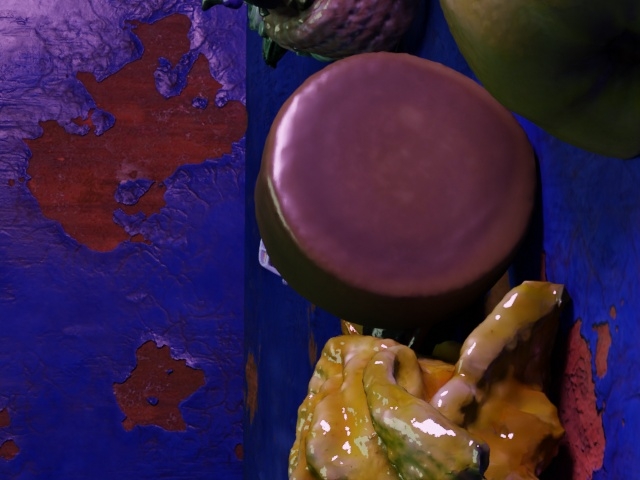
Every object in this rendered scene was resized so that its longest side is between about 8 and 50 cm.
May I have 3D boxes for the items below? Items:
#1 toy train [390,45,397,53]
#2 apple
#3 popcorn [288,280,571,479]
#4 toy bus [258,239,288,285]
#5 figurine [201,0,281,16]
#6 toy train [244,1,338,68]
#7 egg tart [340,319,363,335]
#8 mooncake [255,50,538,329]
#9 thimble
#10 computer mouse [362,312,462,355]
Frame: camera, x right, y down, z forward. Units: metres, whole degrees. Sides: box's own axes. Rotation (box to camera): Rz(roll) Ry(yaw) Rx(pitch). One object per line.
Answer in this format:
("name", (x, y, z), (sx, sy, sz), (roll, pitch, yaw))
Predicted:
("toy train", (0.068, -0.165, 2.211), (0.137, 0.090, 0.225), (112, 156, -55))
("apple", (0.227, -0.272, 1.341), (0.320, 0.311, 0.360), (38, -145, -42))
("popcorn", (0.101, 0.203, 1.500), (0.326, 0.290, 0.321), (3, -95, -81))
("toy bus", (0.000, 0.000, 2.200), (0.292, 0.133, 0.125), (-17, -57, -76))
("figurine", (-0.089, -0.475, 1.989), (0.186, 0.261, 0.382), (6, -91, -67))
("toy train", (-0.005, -0.421, 2.426), (0.442, 0.179, 0.272), (-112, 31, -68))
("egg tart", (0.084, 0.154, 2.062), (0.241, 0.106, 0.241), (177, 90, -79))
("mooncake", (0.074, -0.046, 1.620), (0.155, 0.284, 0.284), (114, 155, -65))
("thimble", (0.033, -0.339, 2.105), (0.229, 0.148, 0.196), (-44, 40, 45))
("computer mouse", (0.117, 0.019, 1.854), (0.183, 0.116, 0.323), (157, 120, -82))
